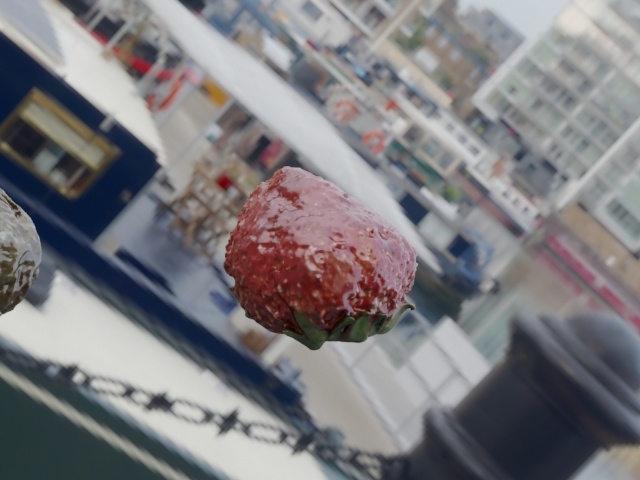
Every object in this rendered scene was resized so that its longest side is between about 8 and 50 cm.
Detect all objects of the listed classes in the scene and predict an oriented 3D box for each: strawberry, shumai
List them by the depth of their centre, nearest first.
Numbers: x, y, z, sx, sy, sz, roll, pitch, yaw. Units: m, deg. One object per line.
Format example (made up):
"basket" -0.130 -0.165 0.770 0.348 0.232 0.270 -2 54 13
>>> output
"strawberry" 0.000 0.000 1.084 0.146 0.082 0.187 -9 44 -27
"shumai" -0.443 -0.003 1.652 0.206 0.166 0.175 20 -7 16
